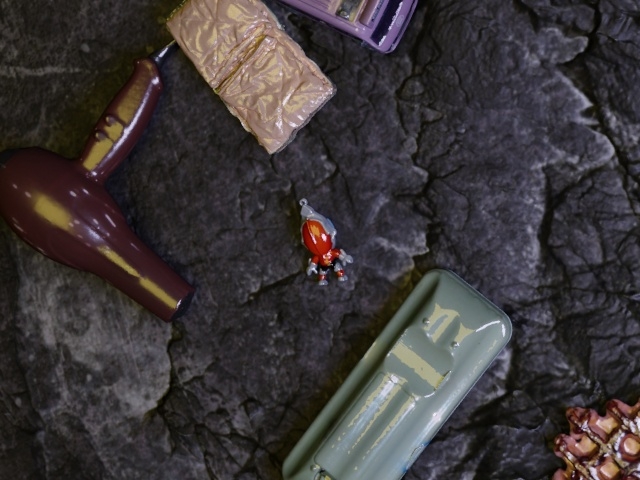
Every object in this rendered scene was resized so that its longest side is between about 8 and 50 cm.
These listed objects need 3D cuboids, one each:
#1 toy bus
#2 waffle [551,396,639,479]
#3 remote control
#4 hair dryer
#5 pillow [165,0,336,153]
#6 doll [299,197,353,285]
[{"bbox_3d":[0.011,-0.307,1.331,0.199,0.108,0.096,29,99,17],"label":"toy bus"},{"bbox_3d":[0.376,0.279,1.229,0.234,0.055,0.221,-7,89,24],"label":"waffle"},{"bbox_3d":[0.086,0.193,1.325,0.128,0.065,0.335,39,102,18],"label":"remote control"},{"bbox_3d":[-0.237,-0.103,1.440,0.312,0.123,0.340,33,89,6],"label":"hair dryer"},{"bbox_3d":[-0.092,-0.231,1.399,0.126,0.043,0.232,-41,84,16],"label":"pillow"},{"bbox_3d":[0.001,0.000,1.371,0.057,0.039,0.114,-11,100,51],"label":"doll"}]
